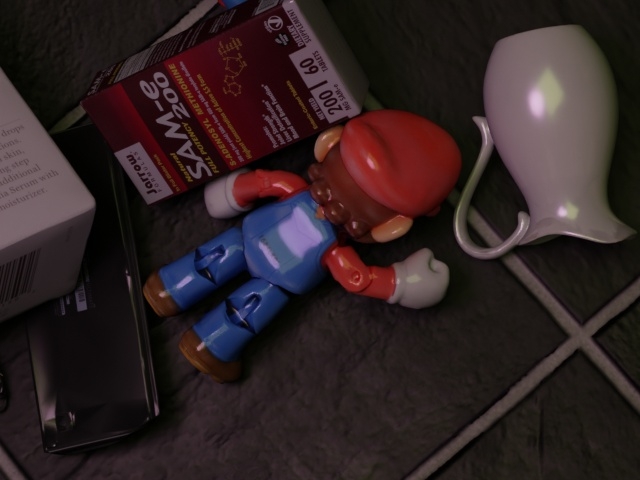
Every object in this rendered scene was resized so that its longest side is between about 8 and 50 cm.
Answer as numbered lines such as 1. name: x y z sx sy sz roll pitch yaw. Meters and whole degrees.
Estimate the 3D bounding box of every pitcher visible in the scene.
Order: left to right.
1. pitcher: 0.200 -0.090 1.719 0.177 0.125 0.207 -10 88 19

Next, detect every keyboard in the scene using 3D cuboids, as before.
1. keyboard: -0.266 0.052 1.758 0.201 0.033 0.317 -14 74 13

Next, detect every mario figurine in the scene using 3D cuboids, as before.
1. mario figurine: 0.000 0.000 1.732 0.320 0.170 0.198 -35 113 8

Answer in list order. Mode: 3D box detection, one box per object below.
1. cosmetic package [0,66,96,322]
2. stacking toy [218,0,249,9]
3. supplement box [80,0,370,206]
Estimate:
1. cosmetic package: -0.431 -0.117 1.691 0.230 0.161 0.453 -25 68 -29
2. stacking toy: -0.108 -0.353 1.797 0.166 0.175 0.302 -44 64 -4
3. supplement box: -0.090 -0.140 1.706 0.239 0.073 0.130 -23 113 22
